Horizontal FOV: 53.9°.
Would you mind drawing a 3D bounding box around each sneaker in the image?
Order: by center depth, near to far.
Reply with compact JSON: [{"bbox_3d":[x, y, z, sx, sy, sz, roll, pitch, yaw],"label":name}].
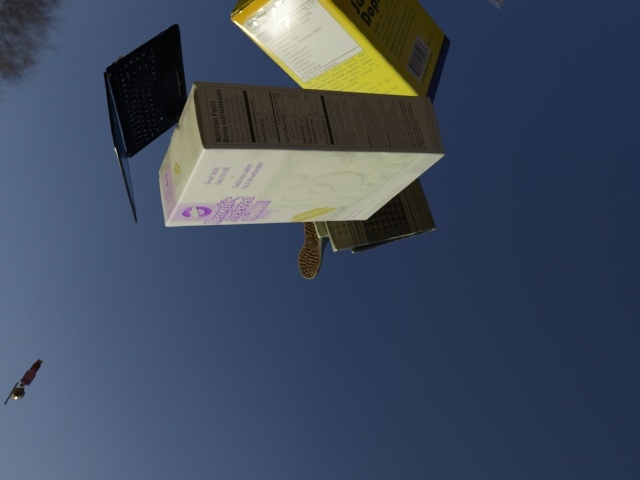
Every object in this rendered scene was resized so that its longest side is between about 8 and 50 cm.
[{"bbox_3d":[0.000,0.000,1.535,0.064,0.192,0.086,26,-142,29],"label":"sneaker"}]

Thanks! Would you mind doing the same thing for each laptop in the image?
[{"bbox_3d":[-0.301,-0.212,1.147,0.137,0.234,0.264,36,-119,15],"label":"laptop"}]

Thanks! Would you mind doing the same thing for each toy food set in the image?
[{"bbox_3d":[-0.563,0.269,1.213,0.078,0.019,0.122,-55,-170,15],"label":"toy food set"}]

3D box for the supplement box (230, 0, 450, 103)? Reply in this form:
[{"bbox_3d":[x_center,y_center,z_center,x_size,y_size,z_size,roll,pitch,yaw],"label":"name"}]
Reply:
[{"bbox_3d":[0.049,-0.393,1.174,0.194,0.357,0.195,-15,-134,45],"label":"supplement box"}]

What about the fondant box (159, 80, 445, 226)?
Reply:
[{"bbox_3d":[-0.035,-0.107,0.870,0.238,0.331,0.096,138,-54,-58],"label":"fondant box"}]

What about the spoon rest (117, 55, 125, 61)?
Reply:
[{"bbox_3d":[-0.502,-0.424,1.670,0.137,0.084,0.276,-55,-171,-11],"label":"spoon rest"}]

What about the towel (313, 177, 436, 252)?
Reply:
[{"bbox_3d":[0.101,-0.137,1.500,0.056,0.312,0.324,-36,-111,56],"label":"towel"}]

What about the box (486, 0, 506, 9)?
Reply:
[{"bbox_3d":[0.278,-0.621,1.385,0.324,0.067,0.063,36,-74,12],"label":"box"}]
